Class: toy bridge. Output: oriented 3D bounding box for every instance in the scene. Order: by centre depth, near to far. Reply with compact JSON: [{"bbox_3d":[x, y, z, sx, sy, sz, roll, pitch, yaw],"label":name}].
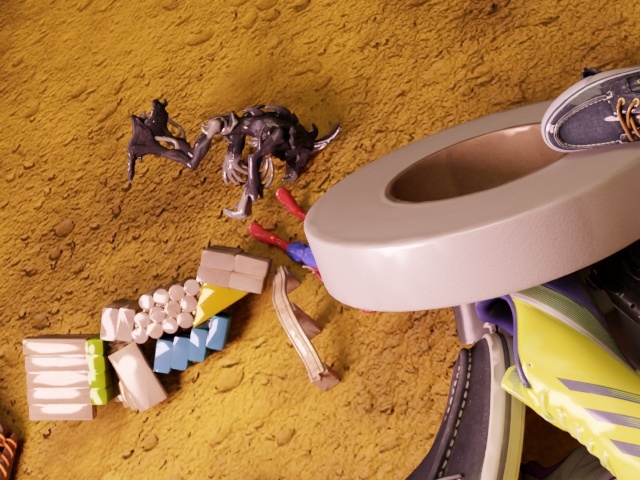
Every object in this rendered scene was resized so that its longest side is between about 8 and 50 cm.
[{"bbox_3d":[-0.027,0.097,1.318,0.026,0.063,0.188,-35,43,11],"label":"toy bridge"}]

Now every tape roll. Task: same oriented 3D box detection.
[{"bbox_3d":[0.174,-0.050,1.120,0.392,0.072,0.392,-19,17,6],"label":"tape roll"}]

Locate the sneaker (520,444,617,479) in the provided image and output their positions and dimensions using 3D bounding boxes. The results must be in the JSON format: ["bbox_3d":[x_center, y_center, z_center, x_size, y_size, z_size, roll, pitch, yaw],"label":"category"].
[{"bbox_3d":[0.274,0.205,0.991,0.223,0.083,0.098,-22,43,24],"label":"sneaker"}]

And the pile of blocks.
[{"bbox_3d":[-0.210,0.123,1.431,0.362,0.149,0.112,-26,2,7],"label":"pile of blocks"}]

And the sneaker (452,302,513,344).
[{"bbox_3d":[0.236,0.034,1.165,0.222,0.083,0.118,-15,85,6],"label":"sneaker"}]

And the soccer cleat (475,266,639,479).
[{"bbox_3d":[0.222,0.133,0.934,0.121,0.093,0.289,-19,44,-6],"label":"soccer cleat"}]

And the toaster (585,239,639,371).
[{"bbox_3d":[0.344,0.055,1.004,0.185,0.110,0.168,-31,41,-11],"label":"toaster"}]

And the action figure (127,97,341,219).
[{"bbox_3d":[-0.114,-0.115,1.493,0.275,0.141,0.164,3,21,-3],"label":"action figure"}]

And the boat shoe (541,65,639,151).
[{"bbox_3d":[0.280,-0.112,0.962,0.183,0.065,0.083,-21,27,18],"label":"boat shoe"}]

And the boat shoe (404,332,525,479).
[{"bbox_3d":[0.062,0.301,0.991,0.156,0.187,0.500,21,74,8],"label":"boat shoe"}]

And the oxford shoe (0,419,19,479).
[{"bbox_3d":[-0.464,0.300,1.462,0.132,0.130,0.364,-37,44,-2],"label":"oxford shoe"}]

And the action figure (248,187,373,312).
[{"bbox_3d":[0.000,0.000,1.323,0.280,0.139,0.091,31,81,44],"label":"action figure"}]

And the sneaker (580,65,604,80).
[{"bbox_3d":[0.315,-0.158,1.239,0.038,0.069,0.098,-36,44,11],"label":"sneaker"}]
